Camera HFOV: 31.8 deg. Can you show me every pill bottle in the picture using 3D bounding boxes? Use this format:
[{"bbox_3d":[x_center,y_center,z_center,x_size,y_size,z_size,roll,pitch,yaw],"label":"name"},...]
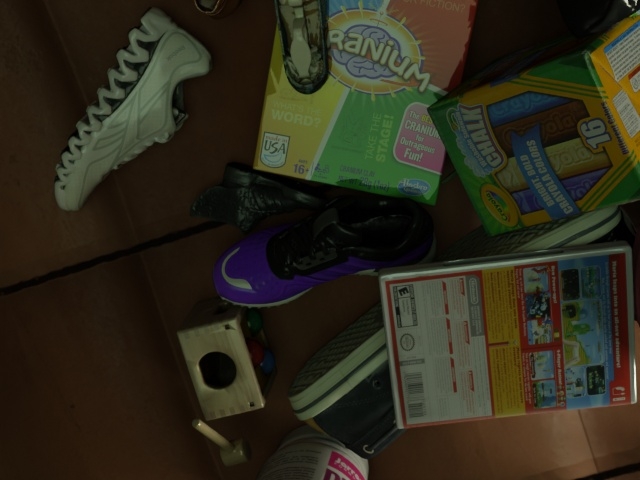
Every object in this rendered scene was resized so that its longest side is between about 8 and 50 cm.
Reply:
[{"bbox_3d":[-0.020,0.360,1.445,0.160,0.283,0.160,3,110,8],"label":"pill bottle"}]

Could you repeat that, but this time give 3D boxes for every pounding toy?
[{"bbox_3d":[-0.108,0.192,1.470,0.094,0.181,0.206,-15,102,9],"label":"pounding toy"}]

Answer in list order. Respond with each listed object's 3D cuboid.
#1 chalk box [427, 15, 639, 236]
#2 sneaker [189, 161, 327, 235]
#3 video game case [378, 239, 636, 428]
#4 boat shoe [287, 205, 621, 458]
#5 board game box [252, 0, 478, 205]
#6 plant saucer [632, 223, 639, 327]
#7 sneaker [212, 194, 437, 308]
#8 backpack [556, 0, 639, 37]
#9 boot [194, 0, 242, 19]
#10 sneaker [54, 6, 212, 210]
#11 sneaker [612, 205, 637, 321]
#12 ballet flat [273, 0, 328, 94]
[{"bbox_3d":[0.262,-0.132,1.320,0.289,0.180,0.179,-14,108,44],"label":"chalk box"},{"bbox_3d":[-0.082,-0.045,1.476,0.170,0.051,0.089,20,106,6],"label":"sneaker"},{"bbox_3d":[0.218,0.112,1.301,0.285,0.025,0.204,-7,111,4],"label":"video game case"},{"bbox_3d":[0.181,0.110,1.421,0.500,0.187,0.156,-39,99,20],"label":"boat shoe"},{"bbox_3d":[0.059,-0.223,1.405,0.242,0.064,0.317,11,105,3],"label":"board game box"},{"bbox_3d":[0.486,0.028,1.345,0.332,0.084,0.332,-8,104,-32],"label":"plant saucer"},{"bbox_3d":[0.000,-0.001,1.406,0.293,0.146,0.102,-13,69,0],"label":"sneaker"},{"bbox_3d":[0.411,-0.402,1.162,0.355,0.273,0.290,-16,90,-22],"label":"backpack"},{"bbox_3d":[-0.121,-0.365,1.342,0.073,0.152,0.197,-3,104,7],"label":"boot"},{"bbox_3d":[-0.245,-0.149,1.442,0.118,0.110,0.292,31,106,-11],"label":"sneaker"},{"bbox_3d":[0.379,0.023,1.404,0.079,0.121,0.217,-41,97,13],"label":"sneaker"},{"bbox_3d":[-0.023,-0.267,1.336,0.070,0.070,0.188,-9,103,9],"label":"ballet flat"}]
